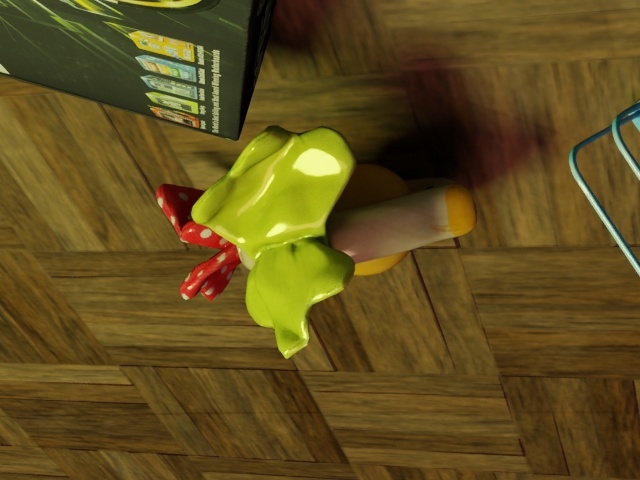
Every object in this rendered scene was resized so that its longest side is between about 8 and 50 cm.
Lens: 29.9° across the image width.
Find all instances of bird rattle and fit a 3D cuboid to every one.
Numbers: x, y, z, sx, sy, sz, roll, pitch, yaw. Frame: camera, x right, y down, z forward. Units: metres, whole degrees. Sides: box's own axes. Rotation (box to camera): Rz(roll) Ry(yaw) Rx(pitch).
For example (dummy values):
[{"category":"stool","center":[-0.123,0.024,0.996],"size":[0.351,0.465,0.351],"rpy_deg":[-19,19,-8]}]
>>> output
[{"category":"bird rattle","center":[0.000,0.000,0.851],"size":[0.207,0.143,0.253],"rpy_deg":[-11,178,-11]}]

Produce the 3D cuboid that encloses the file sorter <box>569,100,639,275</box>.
[{"category":"file sorter","center":[0.247,-0.057,0.693],"size":[0.118,0.104,0.170],"rpy_deg":[58,140,6]}]

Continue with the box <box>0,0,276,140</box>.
[{"category":"box","center":[-0.176,-0.164,0.596],"size":[0.318,0.097,0.395],"rpy_deg":[17,174,-4]}]
